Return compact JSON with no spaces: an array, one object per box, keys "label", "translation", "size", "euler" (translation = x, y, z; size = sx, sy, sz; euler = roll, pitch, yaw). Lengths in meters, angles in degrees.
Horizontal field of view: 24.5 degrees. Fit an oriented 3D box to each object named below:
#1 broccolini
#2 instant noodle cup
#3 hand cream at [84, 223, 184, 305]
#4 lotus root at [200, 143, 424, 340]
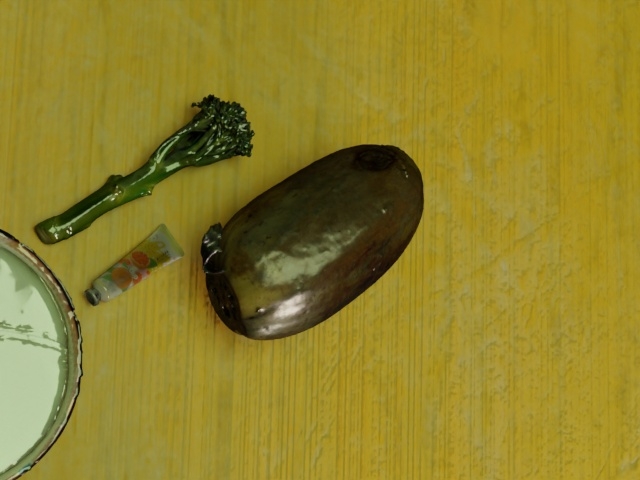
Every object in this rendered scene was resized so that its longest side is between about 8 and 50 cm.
[{"label":"broccolini","translation":[-0.150,-0.061,1.282],"size":[0.216,0.058,0.067],"euler":[-32,99,-28]},{"label":"instant noodle cup","translation":[-0.298,0.096,1.078],"size":[0.243,0.231,0.243],"euler":[5,80,-28]},{"label":"hand cream","translation":[-0.163,0.023,1.283],"size":[0.102,0.022,0.035],"euler":[-37,94,-33]},{"label":"lotus root","translation":[0.000,0.000,1.312],"size":[0.241,0.124,0.123],"euler":[-33,82,-26]}]
